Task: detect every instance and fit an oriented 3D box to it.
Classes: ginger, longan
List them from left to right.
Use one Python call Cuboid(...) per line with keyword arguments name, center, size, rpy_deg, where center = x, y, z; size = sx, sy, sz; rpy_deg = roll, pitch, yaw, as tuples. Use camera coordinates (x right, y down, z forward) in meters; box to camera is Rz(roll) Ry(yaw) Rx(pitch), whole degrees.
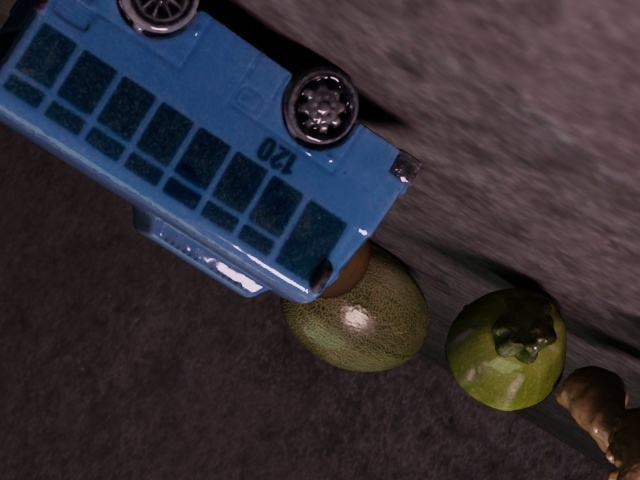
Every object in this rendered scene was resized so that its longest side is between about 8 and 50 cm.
Cuboid(name="longan", center=(0.000, 0.000, 1.253), size=(0.113, 0.092, 0.113), rpy_deg=(166, 90, -87))
Cuboid(name="ginger", center=(0.271, 0.150, 1.033), size=(0.149, 0.065, 0.258), rpy_deg=(3, -172, -6))

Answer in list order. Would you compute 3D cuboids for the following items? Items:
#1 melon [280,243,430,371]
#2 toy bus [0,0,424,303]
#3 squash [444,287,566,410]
Cuboid(name="melon", center=(0.032, 0.068, 1.442), size=(0.192, 0.139, 0.139), rpy_deg=(30, 176, -21))
Cuboid(name="toy bus", center=(-0.072, -0.064, 0.749), size=(0.234, 0.134, 0.116), rpy_deg=(34, 174, -21))
Cuboid(name="squash", center=(0.160, 0.071, 1.056), size=(0.105, 0.105, 0.132), rpy_deg=(31, 160, 8))
